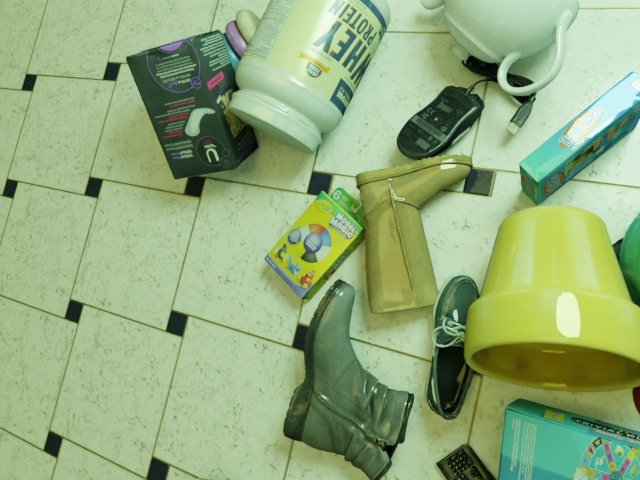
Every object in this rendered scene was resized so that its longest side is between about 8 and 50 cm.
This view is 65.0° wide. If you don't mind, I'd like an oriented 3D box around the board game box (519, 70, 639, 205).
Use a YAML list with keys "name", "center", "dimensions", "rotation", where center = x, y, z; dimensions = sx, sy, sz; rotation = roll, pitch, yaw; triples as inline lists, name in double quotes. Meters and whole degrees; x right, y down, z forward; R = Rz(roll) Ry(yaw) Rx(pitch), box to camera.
- name: "board game box"
  center: [0.431, -0.159, 0.834]
  dimensions: [0.210, 0.160, 0.047]
  rotation: [-41, 68, 11]

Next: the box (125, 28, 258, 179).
- name: "box"
  center: [-0.267, -0.290, 1.087]
  dimensions: [0.165, 0.143, 0.270]
  rotation: [-6, 117, 19]

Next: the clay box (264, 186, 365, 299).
- name: "clay box"
  center: [0.000, 0.000, 1.046]
  dimensions: [0.127, 0.053, 0.222]
  rotation: [44, 99, 23]

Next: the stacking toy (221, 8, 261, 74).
- name: "stacking toy"
  center: [-0.255, -0.385, 1.185]
  dimensions: [0.330, 0.141, 0.141]
  rotation: [-32, 70, 20]

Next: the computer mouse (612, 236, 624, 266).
- name: "computer mouse"
  center: [0.582, -0.012, 0.810]
  dimensions: [0.242, 0.041, 0.071]
  rotation: [-30, 70, 15]

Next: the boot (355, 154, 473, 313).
- name: "boot"
  center: [0.191, -0.011, 0.956]
  dimensions: [0.236, 0.089, 0.269]
  rotation: [-11, 82, 15]

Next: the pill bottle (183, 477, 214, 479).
- name: "pill bottle"
  center: [-0.240, 0.532, 1.045]
  dimensions: [0.116, 0.065, 0.065]
  rotation: [-2, 80, 22]

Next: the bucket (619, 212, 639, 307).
- name: "bucket"
  center: [0.580, 0.033, 0.701]
  dimensions: [0.281, 0.183, 0.281]
  rotation: [-1, 87, 13]

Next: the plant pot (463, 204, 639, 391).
- name: "plant pot"
  center: [0.361, 0.086, 0.781]
  dimensions: [0.254, 0.254, 0.239]
  rotation: [1, 62, 23]

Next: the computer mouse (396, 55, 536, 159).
- name: "computer mouse"
  center: [0.285, -0.227, 0.966]
  dimensions: [0.184, 0.060, 0.262]
  rotation: [39, 85, 28]

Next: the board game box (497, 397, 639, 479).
- name: "board game box"
  center: [0.422, 0.397, 0.697]
  dimensions: [0.336, 0.079, 0.254]
  rotation: [7, 92, 38]

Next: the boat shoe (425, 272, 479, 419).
- name: "boat shoe"
  center: [0.237, 0.184, 0.885]
  dimensions: [0.095, 0.079, 0.254]
  rotation: [15, 87, 1]

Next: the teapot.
- name: "teapot"
  center: [0.315, -0.405, 0.903]
  dimensions: [0.252, 0.256, 0.187]
  rotation: [34, 121, -8]

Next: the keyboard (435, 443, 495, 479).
- name: "keyboard"
  center: [0.272, 0.459, 0.859]
  dimensions: [0.100, 0.038, 0.192]
  rotation: [-41, 67, 12]

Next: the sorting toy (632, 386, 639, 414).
- name: "sorting toy"
  center: [0.561, 0.357, 0.708]
  dimensions: [0.127, 0.126, 0.365]
  rotation: [-15, 74, 20]

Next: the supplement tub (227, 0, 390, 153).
- name: "supplement tub"
  center: [-0.028, -0.367, 1.023]
  dimensions: [0.235, 0.235, 0.325]
  rotation: [28, 92, 24]

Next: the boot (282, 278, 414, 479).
- name: "boot"
  center: [0.077, 0.258, 0.948]
  dimensions: [0.222, 0.118, 0.338]
  rotation: [16, 98, 21]
